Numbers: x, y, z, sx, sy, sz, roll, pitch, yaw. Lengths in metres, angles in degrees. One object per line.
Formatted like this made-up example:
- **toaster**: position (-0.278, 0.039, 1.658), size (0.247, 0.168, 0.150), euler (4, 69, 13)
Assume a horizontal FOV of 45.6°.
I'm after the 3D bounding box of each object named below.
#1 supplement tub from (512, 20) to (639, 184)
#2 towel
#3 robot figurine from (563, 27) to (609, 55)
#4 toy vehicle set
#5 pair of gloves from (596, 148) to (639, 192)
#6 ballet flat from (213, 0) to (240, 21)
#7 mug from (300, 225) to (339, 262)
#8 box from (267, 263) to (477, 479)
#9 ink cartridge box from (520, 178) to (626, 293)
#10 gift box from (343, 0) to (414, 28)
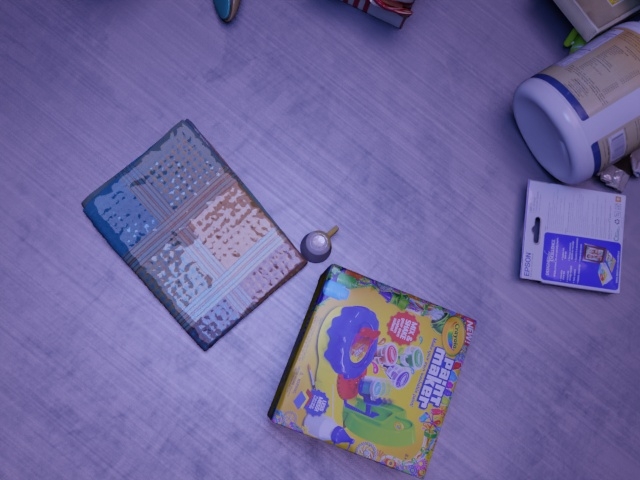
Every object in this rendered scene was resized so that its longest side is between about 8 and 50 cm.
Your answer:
- **supplement tub**: position (0.561, -0.277, 1.470), size (0.316, 0.228, 0.228), euler (-31, 84, -3)
- **towel**: position (-0.240, -0.013, 1.456), size (0.271, 0.040, 0.370), euler (-41, 88, -10)
- **robot figurine**: position (0.561, -0.406, 1.589), size (0.101, 0.067, 0.115), euler (26, 79, -2)
- **toy vehicle set**: position (0.584, -0.526, 1.580), size (0.267, 0.035, 0.166), euler (-32, 84, -32)
- **pair of gloves**: position (0.690, -0.163, 1.573), size (0.240, 0.042, 0.204), euler (31, 78, -1)
- **ballet flat**: position (-0.186, -0.554, 1.539), size (0.073, 0.080, 0.232), euler (-9, 83, -37)
- **mug**: position (-0.004, 0.001, 1.462), size (0.062, 0.064, 0.078), euler (17, 79, -2)
- **box**: position (0.087, 0.233, 1.375), size (0.279, 0.177, 0.289), euler (21, 79, -3)
- **ink cartridge box**: position (0.500, -0.007, 1.524), size (0.208, 0.045, 0.206), euler (9, 79, -5)
- **gift box**: position (0.110, -0.595, 1.478), size (0.255, 0.276, 0.258), euler (24, 80, 4)
